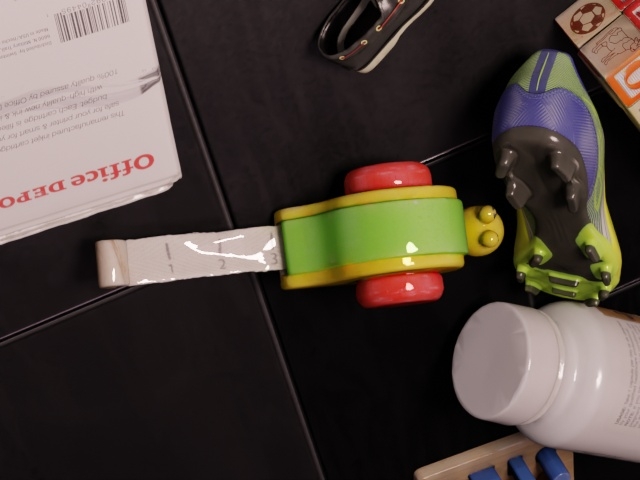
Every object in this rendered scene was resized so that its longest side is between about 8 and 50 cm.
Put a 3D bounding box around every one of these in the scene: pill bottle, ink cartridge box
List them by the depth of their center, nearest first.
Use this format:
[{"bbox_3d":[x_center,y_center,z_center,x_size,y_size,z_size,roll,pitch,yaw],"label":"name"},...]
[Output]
[{"bbox_3d":[-0.191,-0.119,1.123,0.158,0.092,0.218,-18,131,-11],"label":"ink cartridge box"},{"bbox_3d":[0.235,0.123,1.505,0.229,0.131,0.131,13,121,-33],"label":"pill bottle"}]

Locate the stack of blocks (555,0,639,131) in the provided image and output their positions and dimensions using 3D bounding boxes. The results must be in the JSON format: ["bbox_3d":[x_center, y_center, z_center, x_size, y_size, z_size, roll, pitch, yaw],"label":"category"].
[{"bbox_3d":[0.339,-0.126,1.376,0.171,0.087,0.297,-40,133,9],"label":"stack of blocks"}]

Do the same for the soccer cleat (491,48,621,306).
[{"bbox_3d":[0.200,-0.043,1.377,0.093,0.121,0.289,6,153,19],"label":"soccer cleat"}]

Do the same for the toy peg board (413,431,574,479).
[{"bbox_3d":[0.184,0.274,1.644,0.161,0.079,0.161,-19,133,-11],"label":"toy peg board"}]

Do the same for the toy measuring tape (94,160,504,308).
[{"bbox_3d":[0.000,0.000,1.294,0.330,0.121,0.121,-4,129,-23],"label":"toy measuring tape"}]

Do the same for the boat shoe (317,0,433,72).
[{"bbox_3d":[0.048,-0.177,1.218,0.042,0.049,0.133,12,126,-43],"label":"boat shoe"}]
